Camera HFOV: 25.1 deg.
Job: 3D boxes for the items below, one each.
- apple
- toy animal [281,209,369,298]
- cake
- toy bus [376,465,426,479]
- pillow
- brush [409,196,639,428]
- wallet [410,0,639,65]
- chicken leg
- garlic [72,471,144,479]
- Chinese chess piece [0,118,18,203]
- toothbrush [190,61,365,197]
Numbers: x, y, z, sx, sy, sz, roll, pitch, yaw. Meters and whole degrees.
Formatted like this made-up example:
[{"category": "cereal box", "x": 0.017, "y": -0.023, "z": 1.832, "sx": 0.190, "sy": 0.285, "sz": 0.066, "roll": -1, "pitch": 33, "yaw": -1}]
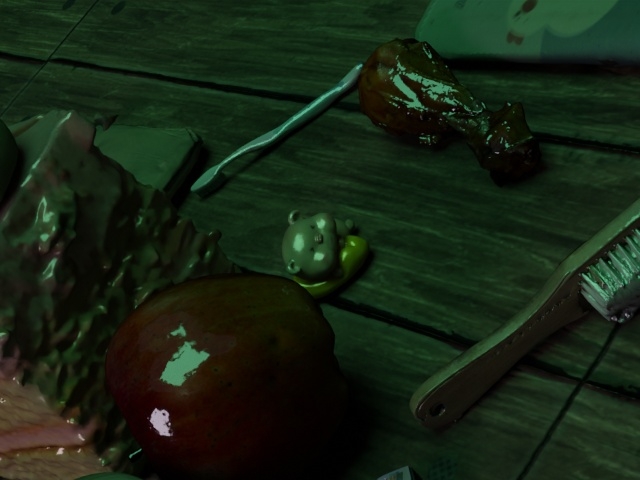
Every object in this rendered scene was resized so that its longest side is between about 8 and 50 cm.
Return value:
[{"category": "apple", "x": -0.086, "y": 0.143, "z": 1.358, "sx": 0.234, "sy": 0.234, "sz": 0.234, "roll": -26, "pitch": 38, "yaw": 22}, {"category": "toy animal", "x": 0.000, "y": 0.000, "z": 1.541, "sx": 0.091, "sy": 0.082, "sz": 0.114, "roll": -19, "pitch": 40, "yaw": 27}, {"category": "cake", "x": -0.307, "y": 0.075, "z": 1.560, "sx": 0.293, "sy": 0.307, "sz": 0.314, "roll": -9, "pitch": 46, "yaw": 40}, {"category": "toy bus", "x": 0.069, "y": 0.257, "z": 1.238, "sx": 0.052, "sy": 0.037, "sz": 0.131, "roll": -25, "pitch": 38, "yaw": 26}, {"category": "pillow", "x": -0.270, "y": -0.090, "z": 1.910, "sx": 0.270, "sy": 0.067, "sz": 0.173, "roll": 8, "pitch": 52, "yaw": 47}, {"category": "brush", "x": 0.219, "y": 0.068, "z": 1.280, "sx": 0.327, "sy": 0.070, "sz": 0.065, "roll": -39, "pitch": 45, "yaw": 6}, {"category": "wallet", "x": 0.279, "y": -0.298, "z": 1.600, "sx": 0.360, "sy": 0.083, "sz": 0.252, "roll": 11, "pitch": 65, "yaw": 48}, {"category": "chicken leg", "x": 0.134, "y": -0.146, "z": 1.559, "sx": 0.304, "sy": 0.093, "sz": 0.113, "roll": 35, "pitch": 114, "yaw": 53}, {"category": "garlic", "x": -0.216, "y": 0.348, "z": 1.271, "sx": 0.321, "sy": 0.241, "sz": 0.322, "roll": -11, "pitch": 33, "yaw": 8}, {"category": "Chinese chess piece", "x": -0.391, "y": -0.057, "z": 1.447, "sx": 0.188, "sy": 0.083, "sz": 0.188, "roll": -31, "pitch": 35, "yaw": 25}, {"category": "toothbrush", "x": -0.051, "y": -0.137, "z": 1.784, "sx": 0.269, "sy": 0.027, "sz": 0.021, "roll": -35, "pitch": 52, "yaw": 9}]
